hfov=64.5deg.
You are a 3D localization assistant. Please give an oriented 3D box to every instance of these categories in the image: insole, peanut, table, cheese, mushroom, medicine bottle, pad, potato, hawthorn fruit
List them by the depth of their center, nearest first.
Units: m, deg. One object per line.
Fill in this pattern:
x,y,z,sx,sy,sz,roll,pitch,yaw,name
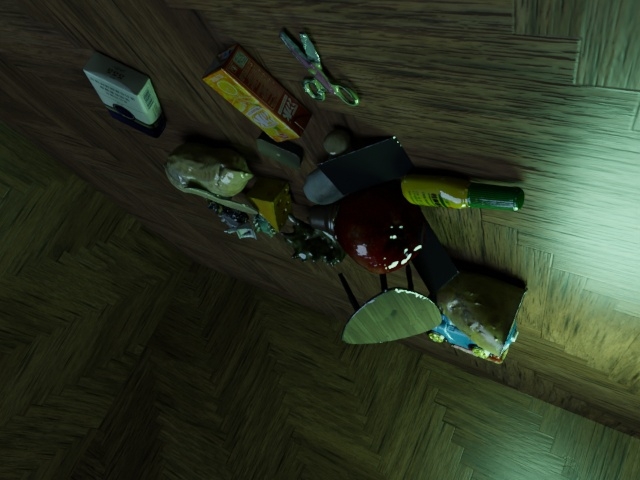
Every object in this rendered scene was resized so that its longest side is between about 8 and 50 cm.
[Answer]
0.297,-0.101,1.078,0.260,0.064,0.095,11,160,41,medicine bottle
0.104,-0.162,1.136,0.190,0.004,0.127,-17,143,25,pad
0.037,-0.170,1.224,0.118,0.103,0.270,19,154,-8,mushroom
0.137,-0.046,1.284,0.230,0.210,0.266,8,-160,-28,hawthorn fruit
0.294,0.040,1.414,0.202,0.005,0.300,61,171,16,pad
0.455,0.188,1.511,0.266,0.229,0.229,27,166,24,potato
-0.341,-0.218,1.557,0.340,0.158,0.174,12,142,23,peanut
-0.303,-0.121,1.566,0.248,0.011,0.081,19,168,-30,insole
0.182,0.154,1.613,0.317,0.249,0.317,-7,141,-5,table
-0.141,-0.109,1.633,0.126,0.093,0.171,15,149,35,cheese

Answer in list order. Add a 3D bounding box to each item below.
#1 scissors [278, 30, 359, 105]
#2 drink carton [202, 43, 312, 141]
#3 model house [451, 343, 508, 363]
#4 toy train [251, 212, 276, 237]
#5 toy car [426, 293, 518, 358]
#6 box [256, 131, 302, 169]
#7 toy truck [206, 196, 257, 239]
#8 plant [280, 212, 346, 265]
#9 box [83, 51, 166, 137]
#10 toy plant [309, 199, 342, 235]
-0.010,-0.319,0.947,0.133,0.020,0.187,20,165,37,scissors
-0.131,-0.307,1.085,0.223,0.071,0.096,38,159,-34,drink carton
0.593,0.351,1.869,0.196,0.160,0.254,17,163,28,model house
-0.175,-0.084,1.761,0.081,0.125,0.194,27,167,6,toy train
0.489,0.252,1.679,0.314,0.198,0.166,15,149,38,toy car
-0.105,-0.237,1.335,0.126,0.031,0.091,24,164,6,box
-0.333,-0.112,1.813,0.286,0.111,0.136,55,171,12,toy truck
0.011,-0.033,1.753,0.251,0.180,0.333,18,-164,4,plant
-0.542,-0.400,1.432,0.168,0.071,0.259,26,163,2,box
0.068,-0.068,1.489,0.200,0.105,0.143,3,143,16,toy plant
